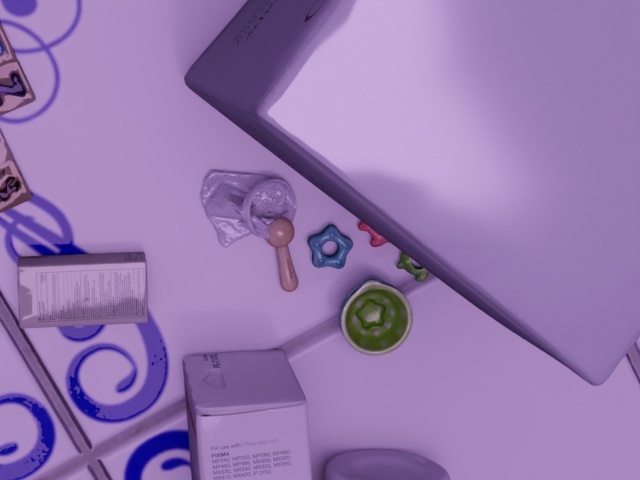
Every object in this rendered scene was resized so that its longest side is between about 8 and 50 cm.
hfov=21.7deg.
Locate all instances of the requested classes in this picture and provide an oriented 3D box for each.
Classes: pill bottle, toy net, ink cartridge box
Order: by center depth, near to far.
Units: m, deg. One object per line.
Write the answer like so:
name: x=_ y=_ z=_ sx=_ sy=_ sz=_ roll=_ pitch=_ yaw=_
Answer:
ink cartridge box: x=-0.062 y=0.233 z=1.496 sx=0.100 sy=0.172 sz=0.237 roll=-6 pitch=103 yaw=-8
toy net: x=0.000 y=0.000 z=1.519 sx=0.232 sy=0.045 sz=0.122 roll=36 pitch=95 yaw=-14
pill bottle: x=0.055 y=0.311 z=1.560 sx=0.119 sy=0.119 sz=0.209 roll=2 pitch=102 yaw=-9

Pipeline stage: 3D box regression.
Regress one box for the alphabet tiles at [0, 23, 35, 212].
alphabet tiles: x=-0.354 y=-0.118 z=1.456 sx=0.198 sy=0.009 sz=0.237 roll=-24 pitch=106 yaw=-3

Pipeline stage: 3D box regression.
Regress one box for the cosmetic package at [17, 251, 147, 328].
cosmetic package: x=-0.213 y=0.044 z=1.498 sx=0.115 sy=0.041 sz=0.060 roll=-1 pitch=103 yaw=-9

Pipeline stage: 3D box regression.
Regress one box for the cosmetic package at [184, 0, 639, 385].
cosmetic package: x=0.136 y=-0.144 z=1.318 sx=0.327 sy=0.393 sz=0.329 roll=38 pitch=89 yaw=-15
